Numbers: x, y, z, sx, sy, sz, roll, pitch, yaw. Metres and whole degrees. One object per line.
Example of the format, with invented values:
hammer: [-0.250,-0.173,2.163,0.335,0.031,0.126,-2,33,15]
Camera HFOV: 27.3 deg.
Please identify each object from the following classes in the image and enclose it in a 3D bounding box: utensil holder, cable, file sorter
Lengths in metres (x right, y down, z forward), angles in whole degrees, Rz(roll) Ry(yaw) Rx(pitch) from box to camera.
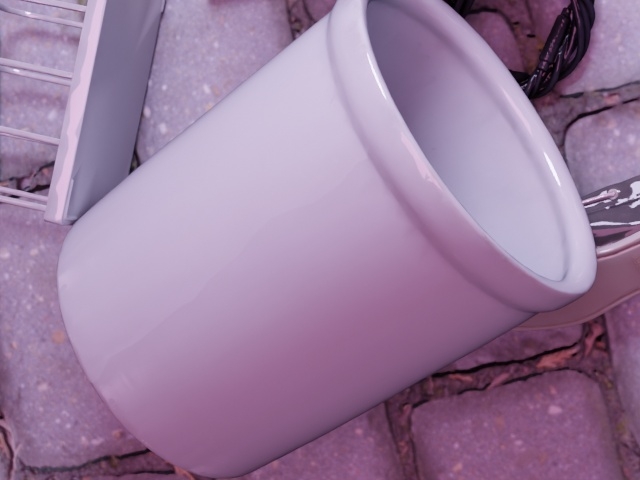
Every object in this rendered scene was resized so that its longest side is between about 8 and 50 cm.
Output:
utensil holder: [0.000,0.000,1.200,0.385,0.327,0.327,-35,87,27]
cable: [0.194,-0.211,1.302,0.184,0.047,0.150,-30,106,13]
file sorter: [-0.281,-0.167,1.326,0.173,0.193,0.278,12,92,8]

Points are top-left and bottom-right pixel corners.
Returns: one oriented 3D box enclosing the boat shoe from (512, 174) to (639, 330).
boat shoe: [0.280,0.003,1.304,0.335,0.095,0.112,-17,126,15]
